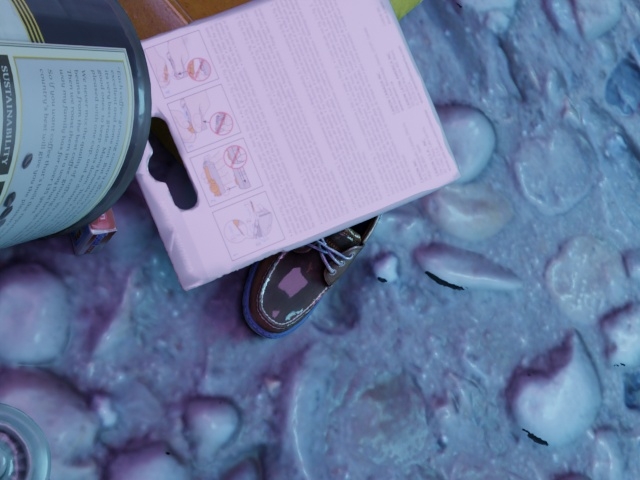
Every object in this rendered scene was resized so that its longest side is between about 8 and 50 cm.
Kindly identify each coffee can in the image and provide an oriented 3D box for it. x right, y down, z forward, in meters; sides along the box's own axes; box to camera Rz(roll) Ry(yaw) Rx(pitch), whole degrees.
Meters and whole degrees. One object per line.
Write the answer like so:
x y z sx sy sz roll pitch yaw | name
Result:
-0.246 -0.077 0.506 0.201 0.201 0.275 58 19 0 | coffee can

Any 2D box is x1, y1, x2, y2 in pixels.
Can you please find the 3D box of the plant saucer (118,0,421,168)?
-0.086 -0.278 0.778 0.333 0.081 0.333 48 65 -6 | plant saucer

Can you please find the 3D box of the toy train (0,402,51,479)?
-0.304 0.142 0.512 0.334 0.142 0.190 35 56 -12 | toy train

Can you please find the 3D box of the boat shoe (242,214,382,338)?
0.000 0.000 0.754 0.066 0.066 0.183 38 62 -11 | boat shoe

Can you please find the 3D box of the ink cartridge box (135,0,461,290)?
-0.032 -0.090 0.700 0.232 0.066 0.189 -23 92 -7 | ink cartridge box

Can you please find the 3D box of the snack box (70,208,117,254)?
-0.191 -0.082 0.687 0.022 0.064 0.178 -11 80 -29 | snack box
